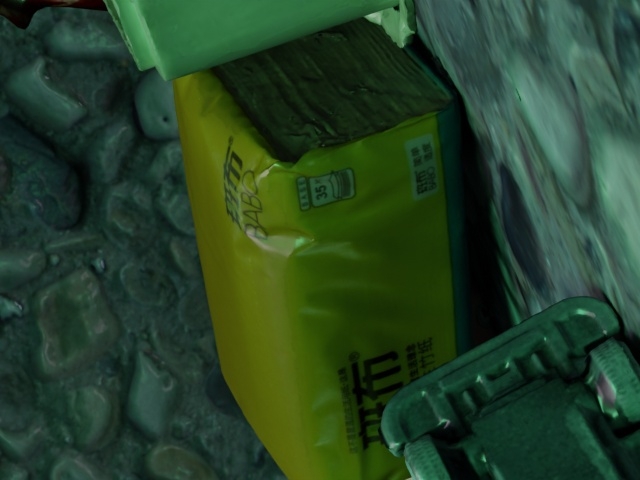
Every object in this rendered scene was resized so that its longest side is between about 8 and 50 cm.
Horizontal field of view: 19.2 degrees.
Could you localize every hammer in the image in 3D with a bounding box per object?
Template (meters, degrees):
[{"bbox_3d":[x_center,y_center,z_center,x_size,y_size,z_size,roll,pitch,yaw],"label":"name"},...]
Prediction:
[{"bbox_3d":[0.092,0.051,1.238,0.043,0.043,0.083,-136,25,-79],"label":"hammer"}]

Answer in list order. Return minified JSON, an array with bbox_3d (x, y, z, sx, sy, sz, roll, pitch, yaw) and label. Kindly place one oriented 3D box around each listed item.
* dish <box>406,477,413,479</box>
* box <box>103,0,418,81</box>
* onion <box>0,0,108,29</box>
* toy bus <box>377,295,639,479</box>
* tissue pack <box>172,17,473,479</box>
[{"bbox_3d":[0.088,0.162,1.414,0.262,0.108,0.221,-176,63,-86],"label":"dish"},{"bbox_3d":[-0.042,-0.213,0.657,0.220,0.166,0.290,-120,9,-61],"label":"box"},{"bbox_3d":[-0.179,-0.270,1.081,0.341,0.341,0.341,157,90,-86],"label":"onion"},{"bbox_3d":[0.134,0.159,0.824,0.265,0.121,0.120,63,-178,41],"label":"toy bus"},{"bbox_3d":[0.000,0.000,1.149,0.192,0.134,0.271,-124,21,-50],"label":"tissue pack"}]
